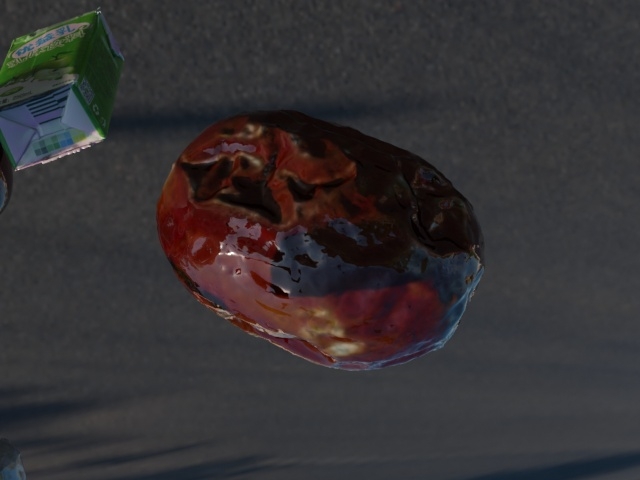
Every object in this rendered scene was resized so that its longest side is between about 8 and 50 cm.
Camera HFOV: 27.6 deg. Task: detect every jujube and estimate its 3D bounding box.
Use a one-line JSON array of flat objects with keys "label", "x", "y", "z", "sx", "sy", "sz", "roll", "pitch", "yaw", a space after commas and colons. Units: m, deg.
[{"label": "jujube", "x": 0.000, "y": 0.002, "z": 1.536, "sx": 0.377, "sy": 0.276, "sz": 0.276, "roll": 22, "pitch": 171, "yaw": 13}]

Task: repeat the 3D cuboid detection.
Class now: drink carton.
[{"label": "drink carton", "x": -0.394, "y": -0.233, "z": 1.963, "sx": 0.161, "sy": 0.271, "sz": 0.108, "roll": -17, "pitch": 123, "yaw": 9}]

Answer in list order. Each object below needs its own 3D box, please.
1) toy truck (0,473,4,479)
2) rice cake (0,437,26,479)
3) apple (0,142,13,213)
[{"label": "toy truck", "x": -0.308, "y": 0.236, "z": 1.141, "sx": 0.088, "sy": 0.202, "sz": 0.074, "roll": -24, "pitch": 125, "yaw": -20}, {"label": "rice cake", "x": -0.431, "y": 0.427, "z": 1.808, "sx": 0.050, "sy": 0.297, "sz": 0.106, "roll": 2, "pitch": -155, "yaw": 18}, {"label": "apple", "x": -0.573, "y": -0.103, "z": 1.948, "sx": 0.218, "sy": 0.201, "sz": 0.218, "roll": -16, "pitch": -165, "yaw": 4}]
